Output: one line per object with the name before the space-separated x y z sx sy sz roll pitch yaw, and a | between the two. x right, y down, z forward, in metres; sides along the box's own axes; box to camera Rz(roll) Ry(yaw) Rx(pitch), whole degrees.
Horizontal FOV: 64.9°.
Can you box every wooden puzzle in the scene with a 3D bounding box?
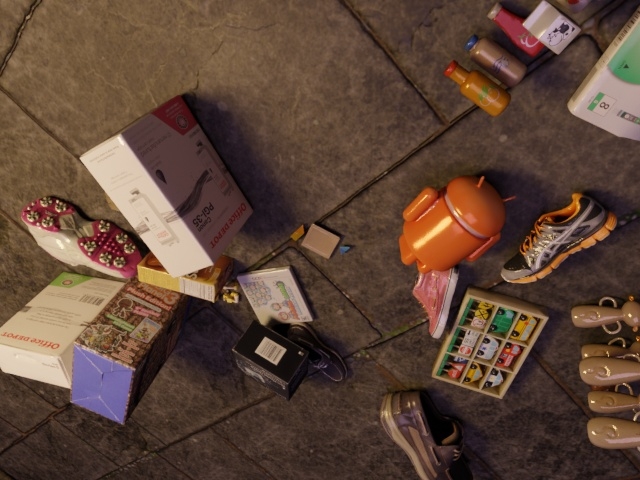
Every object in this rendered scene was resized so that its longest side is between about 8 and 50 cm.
wooden puzzle | 0.000 0.000 1.077 0.116 0.014 0.078 33 131 -6

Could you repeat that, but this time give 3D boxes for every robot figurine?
robot figurine | 0.240 -0.029 0.912 0.158 0.128 0.219 51 126 7

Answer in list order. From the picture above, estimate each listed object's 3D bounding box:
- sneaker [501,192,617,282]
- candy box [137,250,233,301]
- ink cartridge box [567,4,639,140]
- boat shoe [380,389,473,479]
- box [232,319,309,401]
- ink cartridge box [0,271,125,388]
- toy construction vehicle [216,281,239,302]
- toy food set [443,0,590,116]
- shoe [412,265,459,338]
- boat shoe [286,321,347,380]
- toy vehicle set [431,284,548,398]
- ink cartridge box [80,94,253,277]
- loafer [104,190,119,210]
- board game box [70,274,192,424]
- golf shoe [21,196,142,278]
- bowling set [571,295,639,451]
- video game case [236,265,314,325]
sneaker | 0.411 -0.003 0.909 0.083 0.084 0.215 43 116 -10
candy box | -0.308 0.067 1.159 0.187 0.109 0.053 15 126 7
ink cartridge box | 0.519 -0.224 0.738 0.225 0.056 0.181 26 127 1
boat shoe | 0.293 0.511 1.260 0.130 0.132 0.355 -29 112 32
box | -0.117 0.292 1.213 0.156 0.093 0.158 28 152 14
ink cartridge box | -0.634 0.214 1.259 0.199 0.272 0.114 9 125 12
toy construction vehicle | -0.247 0.121 1.223 0.098 0.035 0.085 16 126 6
toy food set | 0.288 -0.306 0.715 0.105 0.111 0.232 33 129 -7
shoe | 0.232 0.124 1.060 0.081 0.063 0.177 12 121 11
boat shoe | -0.013 0.289 1.244 0.075 0.065 0.206 -29 111 31
toy vehicle set | 0.361 0.227 1.103 0.166 0.035 0.266 15 126 7
ink cartridge box | -0.277 -0.103 0.973 0.117 0.207 0.283 -17 117 29
loafer | -0.415 -0.078 1.131 0.148 0.056 0.050 23 128 14
board game box | -0.443 0.237 1.203 0.141 0.291 0.232 24 127 -1
golf shoe | -0.566 0.013 1.216 0.306 0.115 0.140 30 137 5
bowling set | 0.604 0.259 0.990 0.154 0.286 0.200 -10 163 31
video game case | -0.106 0.135 1.198 0.143 0.019 0.157 -10 120 23
